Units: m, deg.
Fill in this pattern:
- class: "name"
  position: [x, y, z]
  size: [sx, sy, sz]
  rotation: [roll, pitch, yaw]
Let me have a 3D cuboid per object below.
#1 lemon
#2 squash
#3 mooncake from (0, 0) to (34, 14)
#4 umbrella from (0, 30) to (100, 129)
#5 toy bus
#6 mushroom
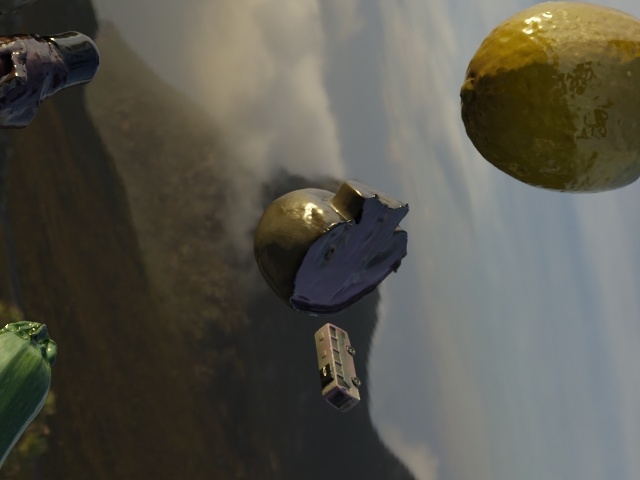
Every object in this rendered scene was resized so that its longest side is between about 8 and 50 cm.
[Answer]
- class: "lemon"
  position: [0.404, -0.253, 2.076]
  size: [0.364, 0.364, 0.364]
  rotation: [-13, 90, -88]
- class: "squash"
  position: [-0.248, 0.142, 0.806]
  size: [0.219, 0.068, 0.077]
  rotation: [-62, 140, -35]
- class: "mooncake"
  position: [-0.374, -0.388, 1.252]
  size: [0.284, 0.155, 0.284]
  rotation: [41, 24, -22]
- class: "umbrella"
  position: [-0.325, -0.137, 1.069]
  size: [0.090, 0.094, 0.326]
  rotation: [45, 35, 14]
- class: "toy bus"
  position: [0.022, 0.174, 1.640]
  size: [0.052, 0.037, 0.131]
  rotation: [33, 30, -31]
- class: "mushroom"
  position: [0.000, 0.000, 1.187]
  size: [0.188, 0.117, 0.141]
  rotation: [6, 109, -63]
